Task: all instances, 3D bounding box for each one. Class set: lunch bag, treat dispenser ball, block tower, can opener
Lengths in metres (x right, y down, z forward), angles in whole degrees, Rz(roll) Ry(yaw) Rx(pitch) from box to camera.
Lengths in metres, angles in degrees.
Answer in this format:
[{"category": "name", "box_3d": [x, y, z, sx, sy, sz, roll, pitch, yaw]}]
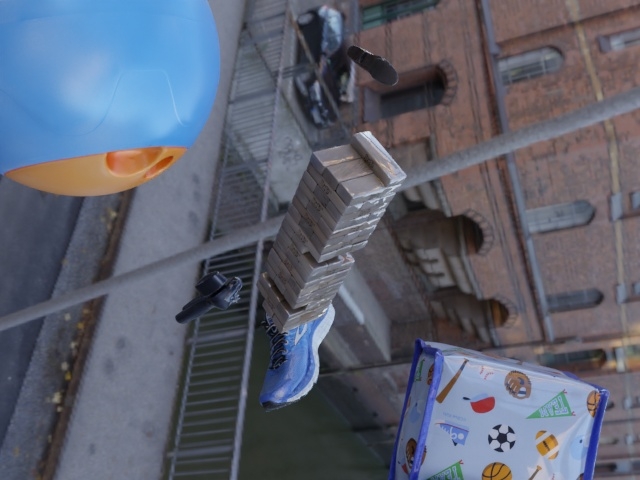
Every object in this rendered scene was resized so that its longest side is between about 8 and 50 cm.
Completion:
[{"category": "lunch bag", "box_3d": [0.303, 0.409, 1.214, 0.239, 0.327, 0.386, 133, -30, -89]}, {"category": "treat dispenser ball", "box_3d": [-0.248, -0.189, 0.685, 0.288, 0.288, 0.288, -11, 90, -72]}, {"category": "block tower", "box_3d": [0.000, 0.000, 0.965, 0.097, 0.335, 0.091, -18, 60, -36]}, {"category": "can opener", "box_3d": [-0.205, 0.106, 1.212, 0.073, 0.186, 0.059, 52, 46, -4]}]

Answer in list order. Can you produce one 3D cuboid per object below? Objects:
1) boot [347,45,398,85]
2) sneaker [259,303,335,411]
[{"category": "boot", "box_3d": [0.103, -0.301, 1.172, 0.106, 0.037, 0.114, 41, 14, 11]}, {"category": "sneaker", "box_3d": [-0.078, 0.218, 1.437, 0.147, 0.129, 0.330, 47, 35, -24]}]
